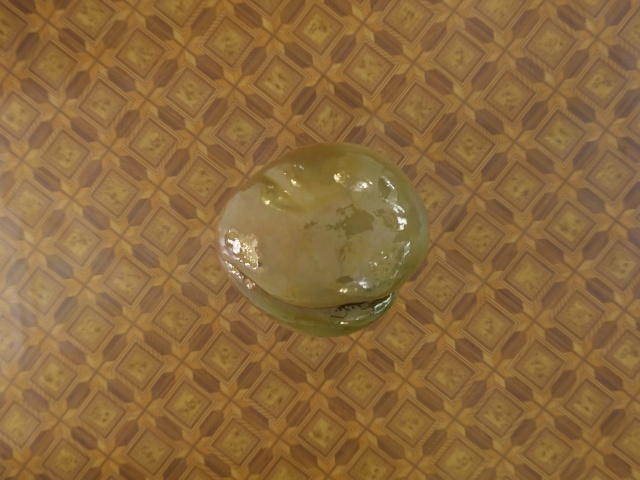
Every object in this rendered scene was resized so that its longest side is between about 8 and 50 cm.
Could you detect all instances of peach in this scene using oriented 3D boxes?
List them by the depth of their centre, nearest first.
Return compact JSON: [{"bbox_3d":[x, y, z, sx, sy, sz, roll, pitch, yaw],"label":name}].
[{"bbox_3d":[0.000,0.001,0.599,0.292,0.292,0.248,8,56,1],"label":"peach"}]
